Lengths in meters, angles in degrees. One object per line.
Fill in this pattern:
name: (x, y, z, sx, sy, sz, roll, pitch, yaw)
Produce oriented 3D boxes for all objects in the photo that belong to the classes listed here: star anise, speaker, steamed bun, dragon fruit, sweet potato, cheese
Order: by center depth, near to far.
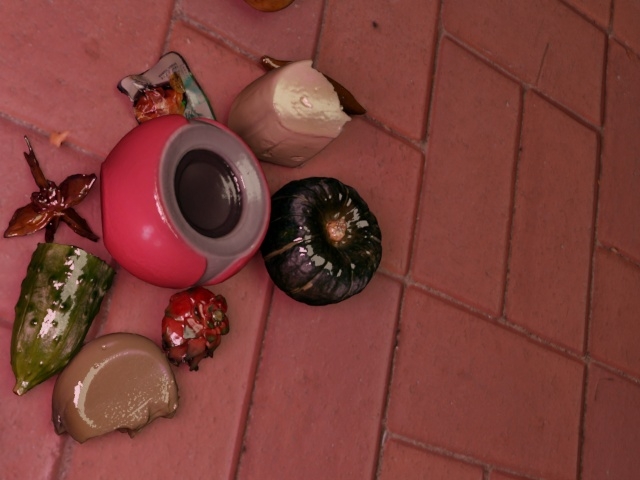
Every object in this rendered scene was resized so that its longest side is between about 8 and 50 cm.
cheese: (-0.343, 0.244, 1.410, 0.202, 0.091, 0.175, -25, 96, -37)
star anise: (-0.447, -0.076, 1.428, 0.158, 0.144, 0.141, -5, 128, -31)
speaker: (-0.223, -0.062, 1.455, 0.294, 0.294, 0.295, 9, 75, -36)
dragon fruit: (-0.218, 0.150, 1.511, 0.130, 0.121, 0.142, 40, 83, -17)
steamed bun: (-0.051, -0.251, 1.652, 0.199, 0.225, 0.171, 17, 70, -32)
sweet potato: (-0.009, -0.326, 1.812, 0.264, 0.057, 0.057, 26, 65, -26)

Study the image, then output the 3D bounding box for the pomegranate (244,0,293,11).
pomegranate: (-0.110, -0.558, 1.713, 0.196, 0.196, 0.196, 9, 75, -36)

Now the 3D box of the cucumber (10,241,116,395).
cucumber: (-0.420, 0.127, 1.356, 0.134, 0.134, 0.245, 31, 66, -29)

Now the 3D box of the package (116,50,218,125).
package: (-0.264, -0.225, 1.603, 0.166, 0.040, 0.232, -34, 103, -38)

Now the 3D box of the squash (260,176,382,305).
squash: (0.000, 0.000, 1.676, 0.252, 0.165, 0.252, 11, 71, -36)
